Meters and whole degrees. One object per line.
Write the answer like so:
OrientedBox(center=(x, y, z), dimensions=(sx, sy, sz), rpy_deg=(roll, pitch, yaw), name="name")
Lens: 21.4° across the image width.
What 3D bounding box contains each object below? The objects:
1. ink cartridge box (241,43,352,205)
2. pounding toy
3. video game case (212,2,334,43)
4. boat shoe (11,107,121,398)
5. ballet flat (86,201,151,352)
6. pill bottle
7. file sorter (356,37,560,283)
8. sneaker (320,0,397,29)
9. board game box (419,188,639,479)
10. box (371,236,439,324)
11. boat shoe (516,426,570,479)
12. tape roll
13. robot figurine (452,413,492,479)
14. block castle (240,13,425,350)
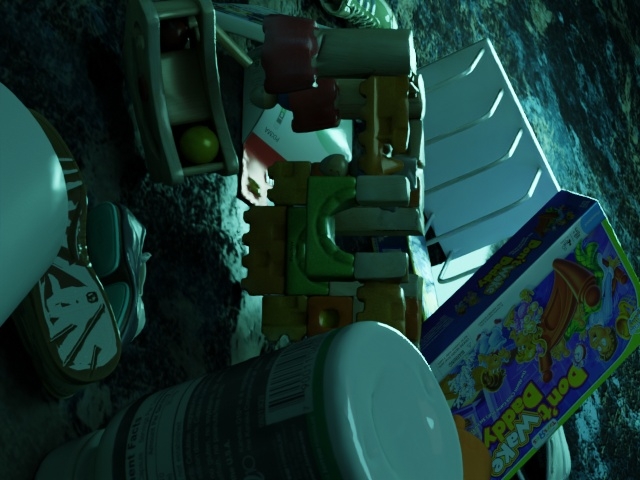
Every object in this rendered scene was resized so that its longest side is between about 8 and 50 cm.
OrientedBox(center=(-0.029, -0.115, 2.155), dimensions=(0.181, 0.056, 0.224), rpy_deg=(39, 39, -43), name="ink cartridge box")
OrientedBox(center=(-0.128, -0.196, 1.867), dimensions=(0.155, 0.154, 0.269), rpy_deg=(-11, 79, -19), name="pounding toy")
OrientedBox(center=(-0.046, -0.258, 2.094), dimensions=(0.183, 0.201, 0.023), rpy_deg=(-11, 119, -61), name="video game case")
OrientedBox(center=(-0.275, 0.011, 1.624), dimensions=(0.105, 0.089, 0.285), rpy_deg=(-5, 72, -34), name="boat shoe")
OrientedBox(center=(-0.204, 0.054, 1.720), dimensions=(0.074, 0.074, 0.203), rpy_deg=(39, 38, -43), name="ballet flat")
OrientedBox(center=(-0.072, 0.217, 1.530), dimensions=(0.204, 0.361, 0.204), rpy_deg=(38, 41, -43), name="pill bottle")
OrientedBox(center=(0.195, -0.103, 2.361), dimensions=(0.277, 0.193, 0.173), rpy_deg=(63, 20, -12), name="file sorter")
OrientedBox(center=(0.036, -0.338, 2.412), dimensions=(0.192, 0.064, 0.086), rpy_deg=(54, 39, -26), name="sneaker")
OrientedBox(center=(0.276, 0.134, 2.259), dimensions=(0.347, 0.078, 0.233), rpy_deg=(-43, 122, -17), name="board game box")
OrientedBox(center=(0.119, 0.070, 2.279), dimensions=(0.054, 0.059, 0.168), rpy_deg=(18, 57, -55), name="box")
OrientedBox(center=(0.288, 0.237, 2.436), dimensions=(0.088, 0.096, 0.267), rpy_deg=(-13, 92, -66), name="boat shoe")
OrientedBox(center=(-0.343, -0.012, 1.334), dimensions=(0.246, 0.246, 0.169), rpy_deg=(59, 29, -19), name="tape roll")
OrientedBox(center=(0.142, 0.315, 2.089), dimensions=(0.219, 0.128, 0.158), rpy_deg=(-75, 175, -48), name="robot figurine")
OrientedBox(center=(0.000, 0.000, 1.858), dimensions=(0.303, 0.213, 0.453), rpy_deg=(43, 47, -80), name="block castle")
